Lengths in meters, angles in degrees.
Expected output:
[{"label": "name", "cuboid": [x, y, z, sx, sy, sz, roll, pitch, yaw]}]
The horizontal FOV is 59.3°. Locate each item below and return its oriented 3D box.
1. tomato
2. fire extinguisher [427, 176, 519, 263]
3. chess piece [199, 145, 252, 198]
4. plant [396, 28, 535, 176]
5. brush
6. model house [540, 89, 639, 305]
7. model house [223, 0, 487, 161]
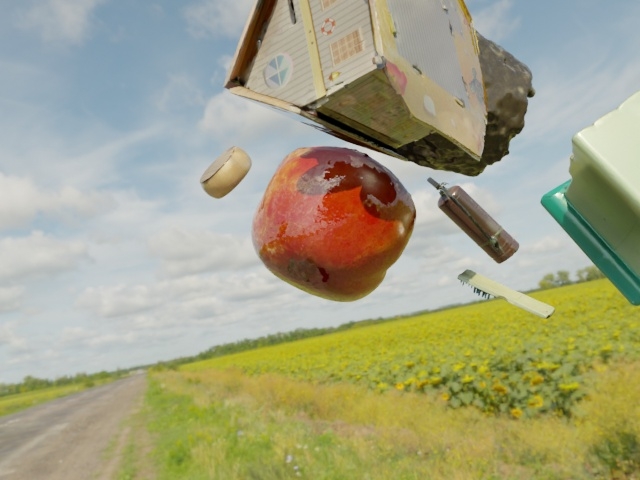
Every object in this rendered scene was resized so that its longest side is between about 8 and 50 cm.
[{"label": "tomato", "cuboid": [0.000, 0.000, 0.725, 0.139, 0.200, 0.233, -57, -7, -45]}, {"label": "fire extinguisher", "cuboid": [0.215, -0.033, 0.800, 0.045, 0.157, 0.078, -46, 5, 8]}, {"label": "chess piece", "cuboid": [-0.138, -0.099, 0.818, 0.038, 0.083, 0.084, 43, -38, -21]}, {"label": "plant", "cuboid": [0.080, -0.176, 0.590, 0.274, 0.146, 0.149, 27, -29, -9]}, {"label": "brush", "cuboid": [0.149, 0.045, 0.457, 0.016, 0.013, 0.084, -25, 34, -34]}, {"label": "model house", "cuboid": [0.231, -0.032, 0.372, 0.127, 0.100, 0.149, -33, -25, -1]}, {"label": "model house", "cuboid": [0.034, -0.142, 0.451, 0.136, 0.207, 0.219, -19, -15, 32]}]
